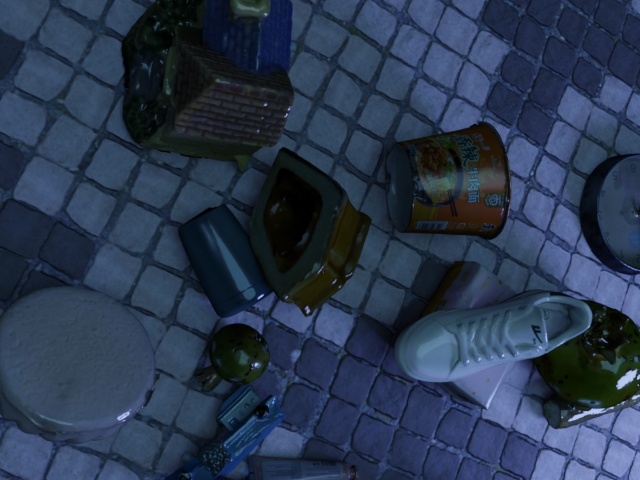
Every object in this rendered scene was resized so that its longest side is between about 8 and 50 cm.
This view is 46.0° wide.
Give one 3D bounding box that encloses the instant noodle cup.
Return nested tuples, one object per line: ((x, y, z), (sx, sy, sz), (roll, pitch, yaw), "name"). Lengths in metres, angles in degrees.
((0.232, -0.107, 1.442), (0.182, 0.230, 0.231), (-6, 89, -11), "instant noodle cup")

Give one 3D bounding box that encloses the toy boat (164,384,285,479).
((-0.172, 0.350, 1.323), (0.238, 0.109, 0.098), (-43, 72, -15), "toy boat")

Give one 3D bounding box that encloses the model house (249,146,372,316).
((-0.008, 0.008, 1.370), (0.239, 0.173, 0.268), (44, 64, -57), "model house")

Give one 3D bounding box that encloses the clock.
((0.712, -0.059, 1.697), (0.280, 0.055, 0.281), (1, 86, -21), "clock")

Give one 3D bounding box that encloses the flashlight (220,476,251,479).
((-0.146, 0.436, 1.329), (0.031, 0.110, 0.052), (23, 75, 27), "flashlight")

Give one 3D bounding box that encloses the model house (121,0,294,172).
((-0.182, -0.300, 1.263), (0.261, 0.266, 0.322), (7, 85, -24), "model house")

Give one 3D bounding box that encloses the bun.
((-0.411, 0.221, 1.210), (0.263, 0.175, 0.263), (22, 43, -22), "bun")

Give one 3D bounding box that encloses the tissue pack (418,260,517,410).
((0.295, 0.183, 1.489), (0.185, 0.124, 0.225), (39, 75, -16), "tissue pack")

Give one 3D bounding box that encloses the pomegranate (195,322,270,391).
((-0.158, 0.212, 1.333), (0.142, 0.114, 0.114), (-39, 102, 10), "pomegranate")

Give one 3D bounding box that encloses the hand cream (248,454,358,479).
((-0.030, 0.431, 1.395), (0.209, 0.043, 0.067), (7, 47, -19), "hand cream")

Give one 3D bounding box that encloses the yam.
((0.655, 0.328, 1.645), (0.371, 0.083, 0.083), (-16, 93, -20), "yam")

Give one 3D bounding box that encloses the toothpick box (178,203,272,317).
((-0.169, 0.032, 1.325), (0.120, 0.120, 0.184), (-31, 96, -19), "toothpick box")

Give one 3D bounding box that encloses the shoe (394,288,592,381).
((0.318, 0.171, 1.346), (0.362, 0.160, 0.132), (-14, 92, -21), "shoe")

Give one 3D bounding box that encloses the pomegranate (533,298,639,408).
((0.557, 0.229, 1.498), (0.230, 0.286, 0.231), (1, 84, -8), "pomegranate")
